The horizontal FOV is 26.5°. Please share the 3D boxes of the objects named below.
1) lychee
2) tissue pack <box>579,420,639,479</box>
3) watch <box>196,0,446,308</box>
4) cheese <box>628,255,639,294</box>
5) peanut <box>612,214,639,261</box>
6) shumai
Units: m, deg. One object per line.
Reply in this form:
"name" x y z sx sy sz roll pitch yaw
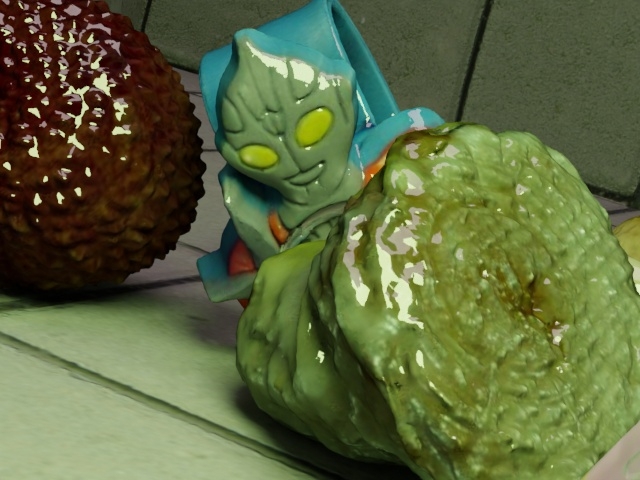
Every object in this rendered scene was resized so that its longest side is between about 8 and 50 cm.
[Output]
"lychee" -0.240 -0.083 1.200 0.275 0.276 0.304 23 5 39
"tissue pack" 0.274 0.136 0.785 0.215 0.257 0.123 9 40 -35
"watch" -0.016 -0.096 1.177 0.241 0.305 0.275 -23 39 10
"cheese" 0.224 0.038 1.344 0.351 0.130 0.328 35 -5 -36
"peanut" 0.383 0.034 1.482 0.120 0.110 0.236 22 4 -15
"shumai" 0.073 0.092 1.000 0.309 0.304 0.263 -4 -20 -44
